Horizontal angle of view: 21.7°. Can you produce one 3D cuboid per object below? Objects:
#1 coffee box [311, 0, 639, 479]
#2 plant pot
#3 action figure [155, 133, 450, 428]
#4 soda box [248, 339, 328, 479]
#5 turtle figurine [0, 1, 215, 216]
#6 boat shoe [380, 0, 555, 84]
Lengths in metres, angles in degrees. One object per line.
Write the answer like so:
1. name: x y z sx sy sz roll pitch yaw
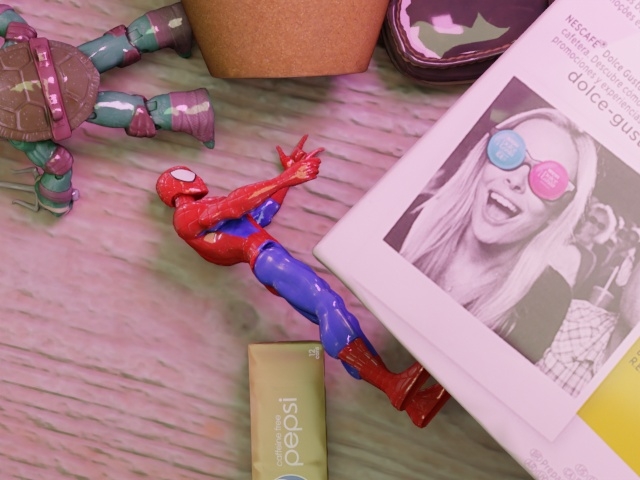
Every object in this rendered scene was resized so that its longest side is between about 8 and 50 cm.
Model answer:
1. coffee box: 0.257 0.012 1.035 0.338 0.337 0.334 45 98 10
2. plant pot: -0.025 -0.249 1.229 0.237 0.237 0.254 -3 98 0
3. action figure: 0.000 0.000 1.219 0.280 0.091 0.139 34 83 26
4. soda box: -0.023 0.166 1.248 0.058 0.061 0.181 -2 84 -1
5. turtle figurine: -0.204 -0.105 1.257 0.234 0.118 0.175 -12 95 -10
6. boat shoe: 0.208 -0.228 1.253 0.355 0.130 0.132 -25 84 -2
